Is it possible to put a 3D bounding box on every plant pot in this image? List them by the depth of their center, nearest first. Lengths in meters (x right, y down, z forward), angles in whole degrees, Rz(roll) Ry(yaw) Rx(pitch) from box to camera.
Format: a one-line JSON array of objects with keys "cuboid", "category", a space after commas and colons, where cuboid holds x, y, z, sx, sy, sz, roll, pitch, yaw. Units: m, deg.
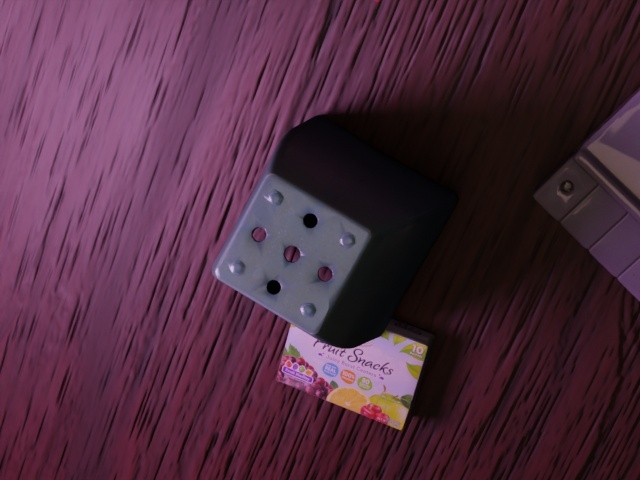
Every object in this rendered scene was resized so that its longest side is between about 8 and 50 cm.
[{"cuboid": [0.000, 0.000, 1.400, 0.165, 0.234, 0.165, 31, 103, 8], "category": "plant pot"}]

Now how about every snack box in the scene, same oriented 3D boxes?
[{"cuboid": [0.035, 0.118, 1.555, 0.141, 0.037, 0.100, 20, 112, 12], "category": "snack box"}]

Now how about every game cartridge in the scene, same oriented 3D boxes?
[{"cuboid": [0.388, -0.081, 1.350, 0.230, 0.068, 0.355, 46, 117, 5], "category": "game cartridge"}]
